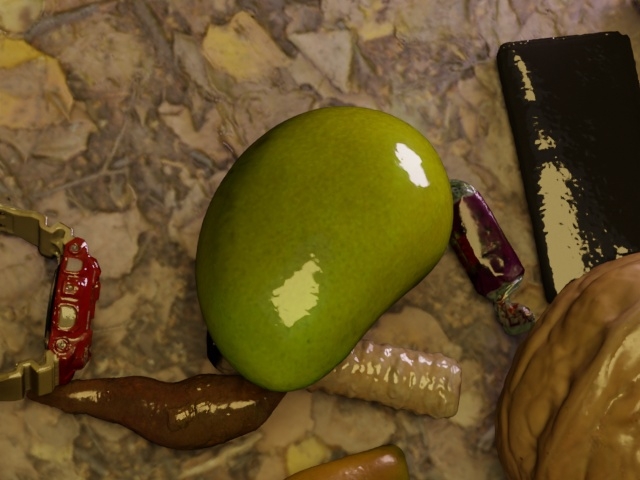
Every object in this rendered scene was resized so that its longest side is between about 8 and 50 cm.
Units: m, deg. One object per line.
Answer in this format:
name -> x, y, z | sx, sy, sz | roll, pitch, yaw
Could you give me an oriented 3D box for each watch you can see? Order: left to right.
watch -> -0.313, 0.048, 1.581 | 0.268, 0.102, 0.164 | -1, 65, -9

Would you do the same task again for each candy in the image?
candy -> 0.140, 0.003, 1.689 | 0.043, 0.045, 0.175 | -25, 82, -27

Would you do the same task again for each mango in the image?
mango -> -0.005, -0.007, 1.598 | 0.185, 0.149, 0.273 | 37, 57, 15
mango -> 0.004, 0.236, 1.607 | 0.187, 0.066, 0.101 | -33, 85, -21

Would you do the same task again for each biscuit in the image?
biscuit -> 0.010, 0.106, 1.639 | 0.219, 0.055, 0.061 | 10, 58, -6

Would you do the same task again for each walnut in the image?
walnut -> 0.262, 0.136, 1.594 | 0.225, 0.225, 0.261 | 36, 87, 1

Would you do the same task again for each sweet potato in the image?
sweet potato -> -0.131, 0.143, 1.609 | 0.226, 0.068, 0.068 | -1, 77, 3

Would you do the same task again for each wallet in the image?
wallet -> 0.238, -0.068, 1.730 | 0.124, 0.025, 0.244 | -7, 79, -10

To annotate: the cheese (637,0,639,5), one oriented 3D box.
cheese -> 0.450, -0.194, 1.744 | 0.242, 0.124, 0.265 | -32, 83, -11
